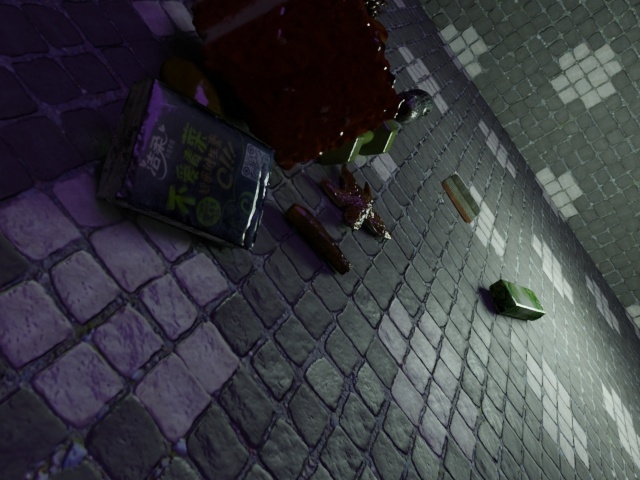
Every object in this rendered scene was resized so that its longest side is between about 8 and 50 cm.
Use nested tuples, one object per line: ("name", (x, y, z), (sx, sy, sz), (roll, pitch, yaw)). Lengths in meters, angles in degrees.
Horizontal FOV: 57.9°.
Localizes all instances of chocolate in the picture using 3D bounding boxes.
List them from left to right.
("chocolate", (0.296, -0.439, 1.883), (0.110, 0.110, 0.248), (58, 28, 1))

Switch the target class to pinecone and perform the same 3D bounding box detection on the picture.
("pinecone", (0.153, -0.863, 2.016), (0.179, 0.150, 0.195), (-37, 108, -24))

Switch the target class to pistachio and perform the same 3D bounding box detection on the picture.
("pistachio", (-0.201, -0.217, 0.913), (0.100, 0.110, 0.189), (-7, 64, -13))

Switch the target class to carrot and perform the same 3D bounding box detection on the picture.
("carrot", (0.000, 0.000, 1.077), (0.170, 0.042, 0.042), (50, 30, -17))

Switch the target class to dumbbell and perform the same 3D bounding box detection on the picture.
("dumbbell", (0.084, -0.247, 1.371), (0.302, 0.121, 0.108), (-29, 115, -61))

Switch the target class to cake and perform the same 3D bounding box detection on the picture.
("cake", (-0.050, -0.340, 1.036), (0.269, 0.270, 0.319), (57, 9, -49))

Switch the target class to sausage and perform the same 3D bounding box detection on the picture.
("sausage", (0.141, -0.715, 1.945), (0.302, 0.076, 0.103), (-27, 93, -60))

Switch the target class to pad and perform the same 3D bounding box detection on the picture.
("pad", (0.466, -0.226, 1.983), (0.250, 0.055, 0.323), (-32, 107, -61))

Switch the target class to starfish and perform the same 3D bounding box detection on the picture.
("starfish", (0.088, -0.080, 1.288), (0.240, 0.043, 0.227), (43, 33, -29))

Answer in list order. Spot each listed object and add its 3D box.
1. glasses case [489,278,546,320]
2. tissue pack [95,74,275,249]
("glasses case", (0.609, 0.190, 1.793), (0.272, 0.062, 0.095), (18, 42, -49))
("tissue pack", (-0.175, -0.098, 0.814), (0.235, 0.073, 0.173), (24, 72, -45))
